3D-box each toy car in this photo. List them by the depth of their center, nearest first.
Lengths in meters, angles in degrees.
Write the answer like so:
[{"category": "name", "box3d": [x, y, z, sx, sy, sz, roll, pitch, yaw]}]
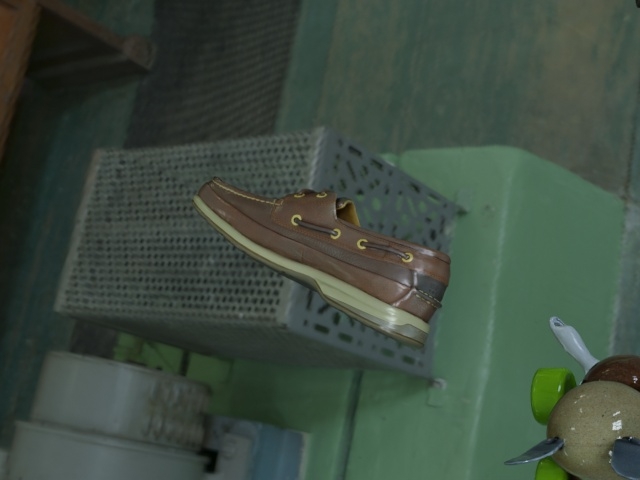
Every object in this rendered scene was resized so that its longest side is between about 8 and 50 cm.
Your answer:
[{"category": "toy car", "box3d": [0.223, 0.167, 0.754, 0.155, 0.188, 0.149, -4, 86, 30]}]

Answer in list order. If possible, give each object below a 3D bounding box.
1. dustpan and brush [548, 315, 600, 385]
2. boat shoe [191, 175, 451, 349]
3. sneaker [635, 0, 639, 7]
[{"category": "dustpan and brush", "box3d": [0.293, 0.146, 0.965, 0.211, 0.147, 0.060, 61, 154, 31]}, {"category": "boat shoe", "box3d": [0.000, 0.000, 0.584, 0.178, 0.064, 0.060, 29, 88, 29]}, {"category": "sneaker", "box3d": [0.440, -0.270, 0.829, 0.343, 0.146, 0.134, 0, 100, 61]}]
